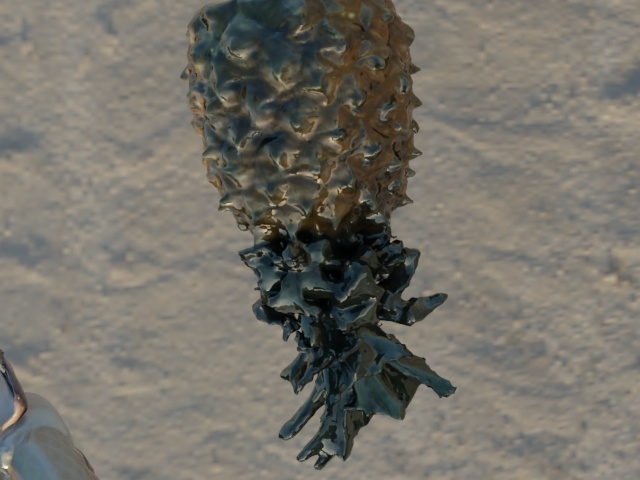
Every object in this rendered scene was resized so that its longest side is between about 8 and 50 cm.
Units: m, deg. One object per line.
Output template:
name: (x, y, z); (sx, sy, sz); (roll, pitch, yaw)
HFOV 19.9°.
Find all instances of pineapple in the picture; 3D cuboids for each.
pineapple: (0.000, 0.000, 1.254); (0.169, 0.169, 0.340); (1, 101, 43)

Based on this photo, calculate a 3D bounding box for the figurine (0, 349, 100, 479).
figurine: (-0.346, 0.285, 1.588); (0.361, 0.253, 0.211); (-43, 96, -6)
